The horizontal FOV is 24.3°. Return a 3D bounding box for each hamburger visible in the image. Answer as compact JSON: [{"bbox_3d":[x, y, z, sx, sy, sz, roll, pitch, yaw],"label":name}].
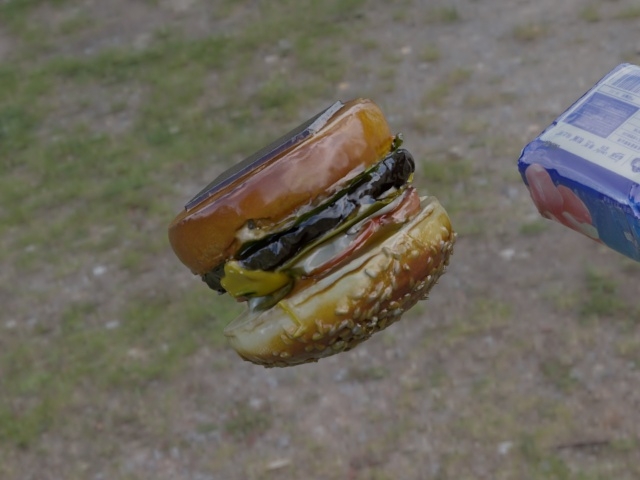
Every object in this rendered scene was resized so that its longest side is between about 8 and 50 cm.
[{"bbox_3d":[0.000,0.000,1.527,0.291,0.225,0.291,-33,4,3],"label":"hamburger"}]

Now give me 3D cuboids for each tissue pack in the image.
[{"bbox_3d":[0.388,-0.085,1.742,0.209,0.137,0.269,-43,29,-8],"label":"tissue pack"}]
